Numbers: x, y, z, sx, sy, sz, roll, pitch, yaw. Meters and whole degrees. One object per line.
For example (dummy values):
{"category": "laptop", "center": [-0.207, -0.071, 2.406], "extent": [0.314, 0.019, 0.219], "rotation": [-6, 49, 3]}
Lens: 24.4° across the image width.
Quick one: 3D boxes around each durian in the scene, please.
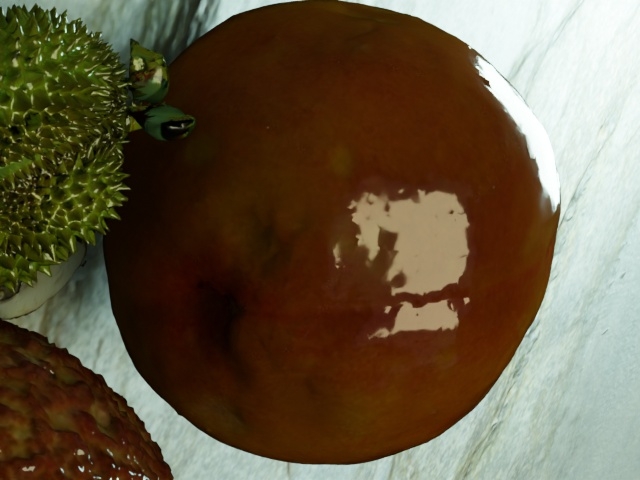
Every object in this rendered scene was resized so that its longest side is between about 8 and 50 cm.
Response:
{"category": "durian", "center": [-0.194, -0.066, 0.892], "extent": [0.198, 0.146, 0.159], "rotation": [-58, 135, -18]}

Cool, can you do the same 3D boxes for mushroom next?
{"category": "mushroom", "center": [-0.206, 0.026, 1.066], "extent": [0.101, 0.019, 0.049], "rotation": [-34, 142, -42]}

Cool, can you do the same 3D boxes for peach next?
{"category": "peach", "center": [0.000, 0.000, 1.065], "extent": [0.301, 0.343, 0.342], "rotation": [-43, 150, -62]}

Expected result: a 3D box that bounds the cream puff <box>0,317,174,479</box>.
{"category": "cream puff", "center": [-0.212, 0.158, 0.863], "extent": [0.228, 0.350, 0.350], "rotation": [-56, 151, -28]}
